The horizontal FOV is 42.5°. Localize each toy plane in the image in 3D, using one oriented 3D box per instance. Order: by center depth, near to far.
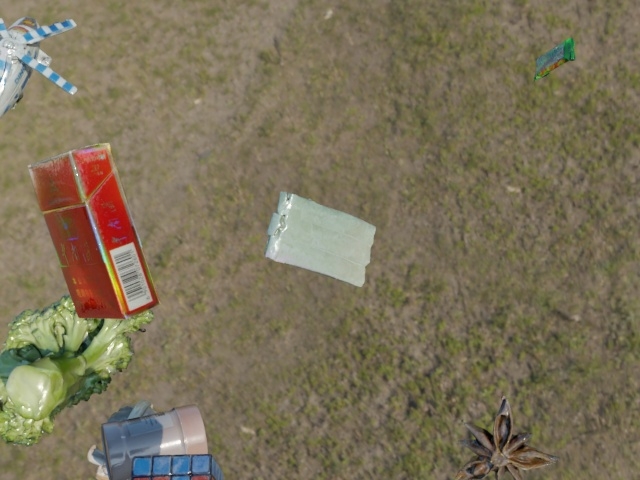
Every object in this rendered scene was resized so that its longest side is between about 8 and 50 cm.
[{"bbox_3d":[-0.408,-0.171,1.054,0.182,0.107,0.273,0,75,-18],"label":"toy plane"}]

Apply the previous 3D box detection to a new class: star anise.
[{"bbox_3d":[0.224,0.281,1.073,0.129,0.124,0.056,-41,0,12],"label":"star anise"}]

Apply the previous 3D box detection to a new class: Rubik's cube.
[{"bbox_3d":[-0.164,0.300,0.938,0.092,0.092,0.092,-3,61,1],"label":"Rubik's cube"}]

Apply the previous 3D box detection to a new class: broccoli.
[{"bbox_3d":[-0.528,0.268,1.558,0.353,0.275,0.397,-61,8,27],"label":"broccoli"}]

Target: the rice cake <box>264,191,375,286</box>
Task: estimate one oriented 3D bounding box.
[{"bbox_3d":[0.000,0.000,1.346,0.038,0.211,0.124,15,92,50],"label":"rice cake"}]

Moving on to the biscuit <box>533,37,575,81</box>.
[{"bbox_3d":[0.392,-0.305,1.383,0.089,0.016,0.046,-29,49,56],"label":"biscuit"}]

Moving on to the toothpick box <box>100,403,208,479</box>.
[{"bbox_3d":[-0.261,0.320,1.291,0.149,0.098,0.098,-8,40,-22],"label":"toothpick box"}]

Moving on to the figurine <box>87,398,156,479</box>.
[{"bbox_3d":[-0.384,0.402,1.639,0.141,0.236,0.162,24,53,-1],"label":"figurine"}]

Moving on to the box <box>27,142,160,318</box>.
[{"bbox_3d":[-0.236,-0.006,0.849,0.048,0.175,0.112,-23,11,-39],"label":"box"}]
